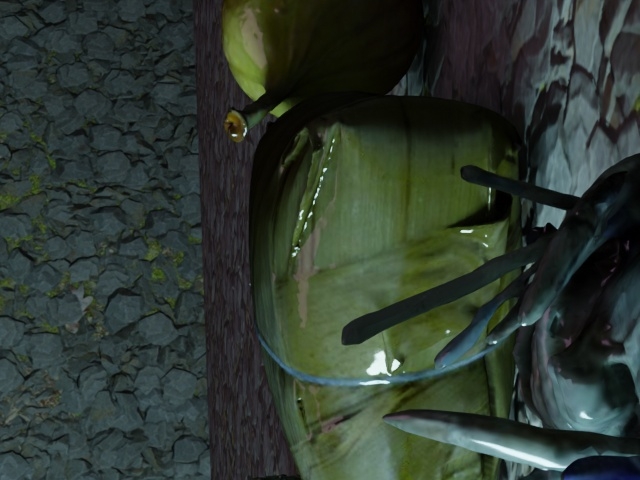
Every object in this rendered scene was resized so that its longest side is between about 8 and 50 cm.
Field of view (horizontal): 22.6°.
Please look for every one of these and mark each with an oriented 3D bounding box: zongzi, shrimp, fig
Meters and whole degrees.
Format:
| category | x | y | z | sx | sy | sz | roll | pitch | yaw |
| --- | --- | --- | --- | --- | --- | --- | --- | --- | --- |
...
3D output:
| category | x | y | z | sx | sy | sz | roll | pitch | yaw |
| --- | --- | --- | --- | --- | --- | --- | --- | --- | --- |
| zongzi | 0.040 | 0.085 | 1.022 | 0.323 | 0.160 | 0.360 | -116 | 21 | -83 |
| shrimp | 0.113 | 0.064 | 0.547 | 0.221 | 0.166 | 0.410 | 53 | 173 | 17 |
| fig | -0.027 | -0.141 | 1.203 | 0.143 | 0.231 | 0.160 | 17 | 138 | 42 |

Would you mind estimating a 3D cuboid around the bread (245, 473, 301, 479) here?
| category | x | y | z | sx | sy | sz | roll | pitch | yaw |
| --- | --- | --- | --- | --- | --- | --- | --- | --- | --- |
| bread | 0.037 | 0.210 | 1.080 | 0.232 | 0.172 | 0.064 | 21 | 119 | 33 |
